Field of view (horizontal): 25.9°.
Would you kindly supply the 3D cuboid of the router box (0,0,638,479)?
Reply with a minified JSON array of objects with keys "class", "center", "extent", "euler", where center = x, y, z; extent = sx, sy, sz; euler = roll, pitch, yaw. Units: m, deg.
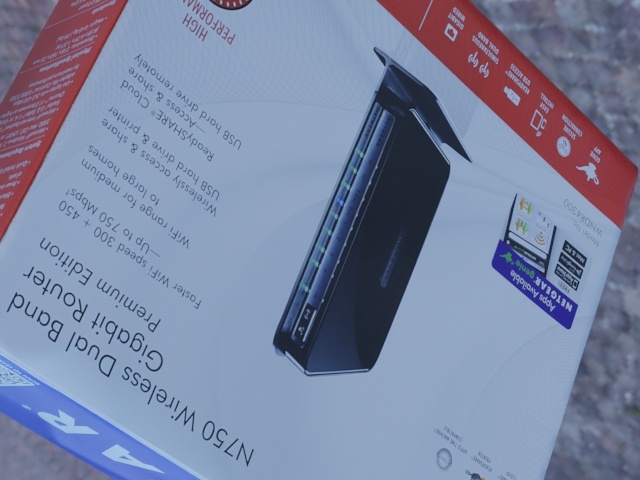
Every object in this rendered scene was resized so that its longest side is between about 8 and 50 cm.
[{"class":"router box","center":[0.000,0.000,0.701],"extent":[0.335,0.301,0.082],"euler":[38,151,-31]}]
